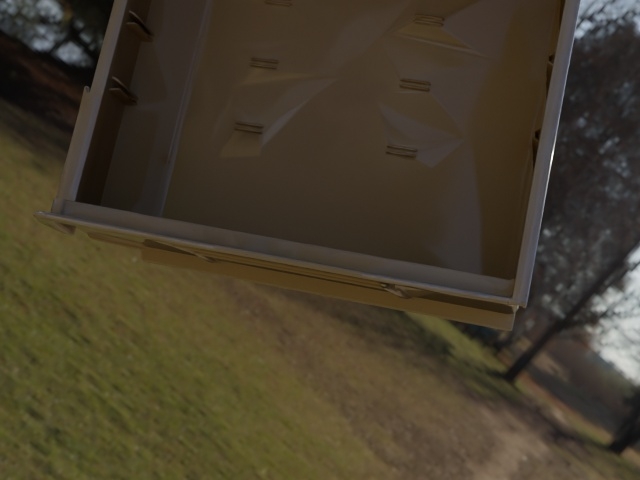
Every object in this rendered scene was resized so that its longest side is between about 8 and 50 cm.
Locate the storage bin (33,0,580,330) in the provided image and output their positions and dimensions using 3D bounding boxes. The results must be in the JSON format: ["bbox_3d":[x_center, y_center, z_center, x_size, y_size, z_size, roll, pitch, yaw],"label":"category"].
[{"bbox_3d":[0.003,-0.108,0.602,0.260,0.262,0.123,10,-9,12],"label":"storage bin"}]
